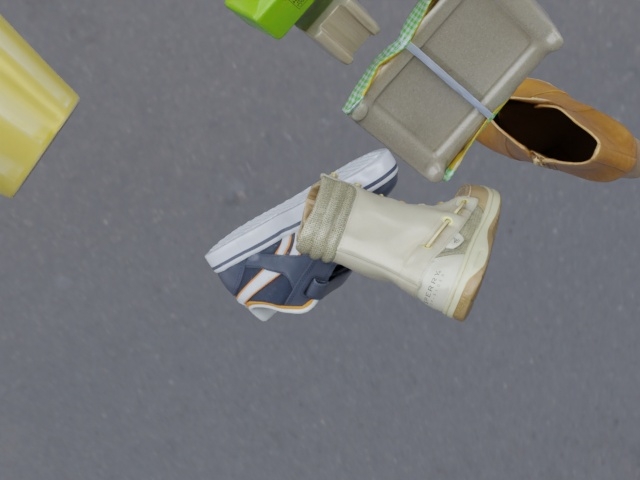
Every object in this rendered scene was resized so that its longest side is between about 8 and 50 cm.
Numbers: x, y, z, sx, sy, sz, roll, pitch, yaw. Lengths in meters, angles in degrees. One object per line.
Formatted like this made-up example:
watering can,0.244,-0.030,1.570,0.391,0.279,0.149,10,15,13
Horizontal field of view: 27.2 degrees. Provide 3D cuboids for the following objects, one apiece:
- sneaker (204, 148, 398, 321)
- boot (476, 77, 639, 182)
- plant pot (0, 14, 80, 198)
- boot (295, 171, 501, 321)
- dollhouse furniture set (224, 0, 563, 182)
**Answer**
sneaker,0.000,0.000,1.592,0.127,0.321,0.126,55,47,-5
boot,0.237,-0.147,1.563,0.295,0.211,0.104,25,99,33
plant pot,-0.453,-0.187,1.710,0.239,0.254,0.254,34,69,-11
boot,0.084,-0.020,1.430,0.203,0.095,0.262,20,28,2
dollhouse furniture set,0.058,-0.221,1.221,0.197,0.301,0.151,-48,44,8
